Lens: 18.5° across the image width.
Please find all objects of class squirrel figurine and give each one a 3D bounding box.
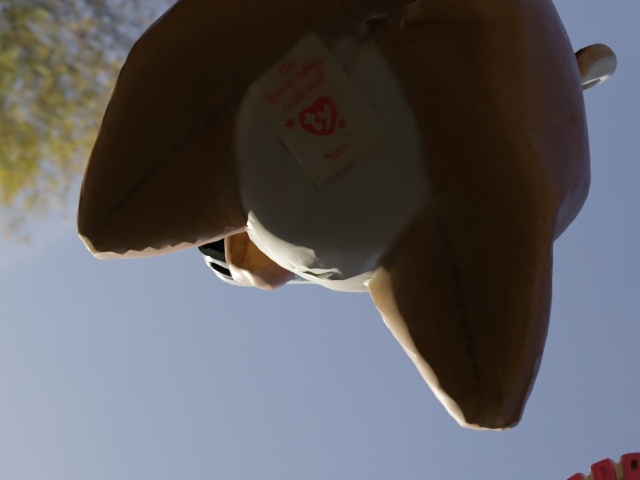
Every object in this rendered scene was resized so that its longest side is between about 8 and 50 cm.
[{"bbox_3d":[0.076,-0.133,1.202,0.281,0.370,0.397,17,-73,18],"label":"squirrel figurine"}]

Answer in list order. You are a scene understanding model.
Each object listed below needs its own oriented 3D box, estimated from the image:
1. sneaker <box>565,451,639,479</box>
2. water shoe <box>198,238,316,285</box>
[{"bbox_3d":[0.151,0.181,1.115,0.170,0.075,0.063,-30,-163,17],"label":"sneaker"},{"bbox_3d":[0.000,0.000,1.593,0.203,0.080,0.073,-11,-105,12],"label":"water shoe"}]
